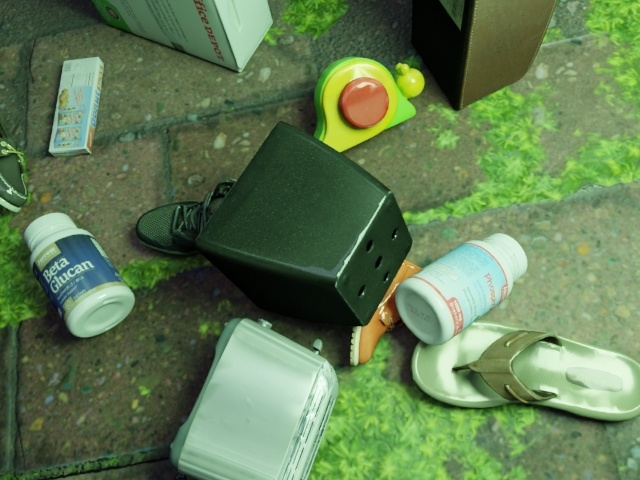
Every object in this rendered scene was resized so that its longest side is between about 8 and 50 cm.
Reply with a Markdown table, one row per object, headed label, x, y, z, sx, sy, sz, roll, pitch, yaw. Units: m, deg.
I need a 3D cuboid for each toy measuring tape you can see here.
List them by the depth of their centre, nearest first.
| label | x | y | z | sx | sy | sz | roll | pitch | yaw |
| --- | --- | --- | --- | --- | --- | --- | --- | --- | --- |
| toy measuring tape | -0.007 | -0.177 | 0.827 | 0.330 | 0.121 | 0.121 | -25 | 68 | -2 |

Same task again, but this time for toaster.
| label | x | y | z | sx | sy | sz | roll | pitch | yaw |
| --- | --- | --- | --- | --- | --- | --- | --- | --- | --- |
| toaster | -0.072 | 0.212 | 0.684 | 0.147 | 0.129 | 0.226 | 18 | 71 | 13 |

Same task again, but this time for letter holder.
| label | x | y | z | sx | sy | sz | roll | pitch | yaw |
| --- | --- | --- | --- | --- | --- | --- | --- | --- | --- |
| letter holder | 0.249 | -0.351 | 0.760 | 0.215 | 0.302 | 0.151 | -25 | 68 | -2 |

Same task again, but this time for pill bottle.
| label | x | y | z | sx | sy | sz | roll | pitch | yaw |
| --- | --- | --- | --- | --- | --- | --- | --- | --- | --- |
| pill bottle | 0.176 | 0.054 | 0.711 | 0.160 | 0.087 | 0.087 | -29 | 66 | -26 |
| pill bottle | -0.341 | 0.043 | 0.806 | 0.094 | 0.094 | 0.169 | -39 | 68 | -7 |

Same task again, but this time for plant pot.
| label | x | y | z | sx | sy | sz | roll | pitch | yaw |
| --- | --- | --- | --- | --- | --- | --- | --- | --- | --- |
| plant pot | 0.000 | 0.000 | 0.699 | 0.167 | 0.187 | 0.188 | 22 | 71 | 31 |

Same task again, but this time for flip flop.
| label | x | y | z | sx | sy | sz | roll | pitch | yaw |
| --- | --- | --- | --- | --- | --- | --- | --- | --- | --- |
| flip flop | 0.246 | 0.152 | 0.684 | 0.277 | 0.080 | 0.112 | 8 | 71 | 12 |

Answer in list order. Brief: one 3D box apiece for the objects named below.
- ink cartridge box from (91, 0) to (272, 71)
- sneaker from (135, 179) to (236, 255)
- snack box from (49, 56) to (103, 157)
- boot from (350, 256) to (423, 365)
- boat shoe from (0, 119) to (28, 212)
| label | x | y | z | sx | sy | sz | roll | pitch | yaw |
| --- | --- | --- | --- | --- | --- | --- | --- | --- | --- |
| ink cartridge box | -0.238 | -0.410 | 0.906 | 0.289 | 0.211 | 0.121 | 24 | 73 | 15 |
| sneaker | -0.159 | -0.033 | 0.792 | 0.228 | 0.130 | 0.087 | 4 | 68 | 12 |
| snack box | -0.401 | -0.222 | 0.957 | 0.064 | 0.022 | 0.178 | -4 | 68 | 6 |
| boot | 0.089 | 0.094 | 0.745 | 0.085 | 0.059 | 0.157 | 20 | 72 | 10 |
| boat shoe | -0.511 | -0.139 | 0.909 | 0.069 | 0.081 | 0.227 | -40 | 66 | -3 |
